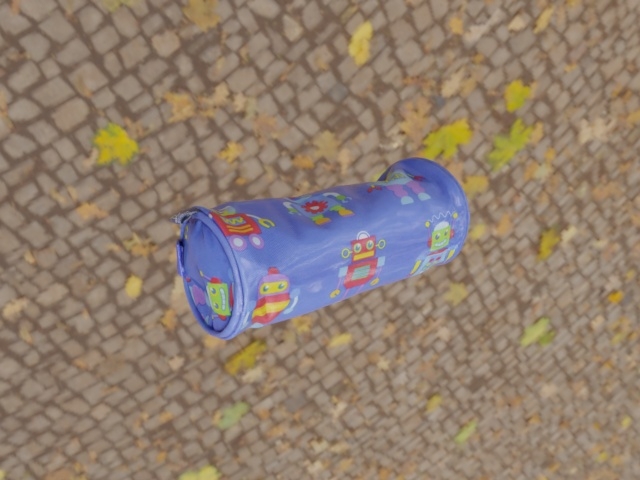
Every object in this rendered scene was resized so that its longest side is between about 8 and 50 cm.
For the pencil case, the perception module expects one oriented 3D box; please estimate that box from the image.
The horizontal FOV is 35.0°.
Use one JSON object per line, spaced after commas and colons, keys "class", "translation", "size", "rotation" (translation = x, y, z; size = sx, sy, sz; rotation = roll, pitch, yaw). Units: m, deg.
{"class": "pencil case", "translation": [0.000, 0.000, 0.985], "size": [0.306, 0.133, 0.119], "rotation": [-16, 122, -36]}
